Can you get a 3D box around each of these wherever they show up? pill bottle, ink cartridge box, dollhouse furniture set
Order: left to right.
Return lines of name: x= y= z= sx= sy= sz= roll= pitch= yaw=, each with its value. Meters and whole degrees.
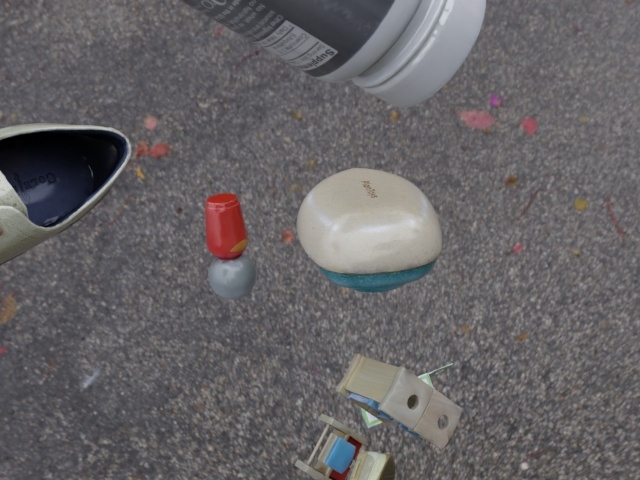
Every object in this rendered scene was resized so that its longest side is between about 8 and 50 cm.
pill bottle: x=-0.016 y=-0.292 z=0.688 sx=0.361 sy=0.204 sz=0.204 roll=22 pitch=56 yaw=-29
dollhouse furniture set: x=0.084 y=0.281 z=0.952 sx=0.129 sy=0.129 sz=0.184 roll=37 pitch=74 yaw=-23
ink cartridge box: x=0.184 y=0.327 z=1.384 sx=0.209 sy=0.109 sz=0.062 roll=-21 pitch=70 yaw=-3

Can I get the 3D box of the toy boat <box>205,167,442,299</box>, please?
toy boat: x=0.000 y=0.000 z=0.913 sx=0.318 sy=0.148 sz=0.267 roll=-5 pitch=24 yaw=0

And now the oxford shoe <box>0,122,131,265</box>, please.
oxford shoe: x=-0.318 y=-0.016 z=0.526 sx=0.146 sy=0.141 sz=0.397 roll=-18 pitch=18 yaw=36

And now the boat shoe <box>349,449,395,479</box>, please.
boat shoe: x=0.037 y=0.307 z=0.771 sx=0.048 sy=0.056 sz=0.153 roll=5 pitch=40 yaw=32
